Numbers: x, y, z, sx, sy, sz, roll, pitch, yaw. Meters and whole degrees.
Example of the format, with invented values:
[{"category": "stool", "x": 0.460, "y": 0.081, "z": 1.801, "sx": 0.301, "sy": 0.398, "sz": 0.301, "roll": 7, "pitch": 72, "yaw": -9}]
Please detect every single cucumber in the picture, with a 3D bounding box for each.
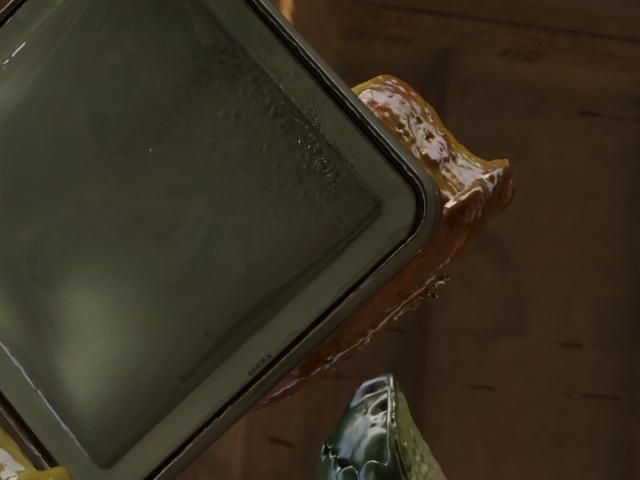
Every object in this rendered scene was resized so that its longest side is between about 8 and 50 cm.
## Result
[{"category": "cucumber", "x": 0.065, "y": 0.243, "z": 1.012, "sx": 0.105, "sy": 0.145, "sz": 0.325, "roll": -18, "pitch": -68, "yaw": 14}]

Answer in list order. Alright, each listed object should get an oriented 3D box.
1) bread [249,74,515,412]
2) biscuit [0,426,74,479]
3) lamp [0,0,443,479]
[{"category": "bread", "x": 0.000, "y": 0.000, "z": 1.140, "sx": 0.268, "sy": 0.268, "sz": 0.145, "roll": -38, "pitch": -86, "yaw": -11}, {"category": "biscuit", "x": -0.149, "y": 0.160, "z": 0.431, "sx": 0.273, "sy": 0.187, "sz": 0.036, "roll": -43, "pitch": -48, "yaw": -24}, {"category": "lamp", "x": -0.107, "y": -0.023, "z": 0.949, "sx": 0.269, "sy": 0.047, "sz": 0.266, "roll": -43, "pitch": -102, "yaw": 9}]
